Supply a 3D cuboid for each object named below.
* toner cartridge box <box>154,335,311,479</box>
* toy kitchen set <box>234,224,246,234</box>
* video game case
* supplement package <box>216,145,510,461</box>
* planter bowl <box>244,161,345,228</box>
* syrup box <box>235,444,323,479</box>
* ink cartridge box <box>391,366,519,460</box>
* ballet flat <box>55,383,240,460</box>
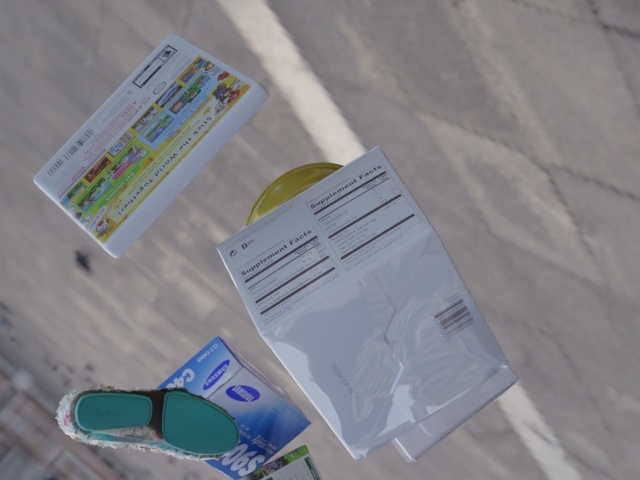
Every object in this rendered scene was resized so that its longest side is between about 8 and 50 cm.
[{"bbox_3d":[-0.146,0.280,2.378,0.075,0.165,0.348,48,180,27],"label":"toner cartridge box"},{"bbox_3d":[0.000,0.000,2.204,0.207,0.166,0.122,-39,63,41],"label":"toy kitchen set"},{"bbox_3d":[-0.181,-0.105,1.540,0.026,0.227,0.206,47,173,-38],"label":"video game case"},{"bbox_3d":[0.050,0.071,1.566,0.262,0.204,0.145,57,-179,-46],"label":"supplement package"},{"bbox_3d":[0.009,0.008,2.026,0.217,0.217,0.090,47,177,-26],"label":"planter bowl"},{"bbox_3d":[-0.097,0.418,2.380,0.237,0.096,0.093,-17,-102,-57],"label":"syrup box"},{"bbox_3d":[0.154,0.199,2.214,0.198,0.197,0.270,53,176,8],"label":"ink cartridge box"},{"bbox_3d":[-0.215,0.219,1.810,0.241,0.091,0.077,16,162,-31],"label":"ballet flat"}]
